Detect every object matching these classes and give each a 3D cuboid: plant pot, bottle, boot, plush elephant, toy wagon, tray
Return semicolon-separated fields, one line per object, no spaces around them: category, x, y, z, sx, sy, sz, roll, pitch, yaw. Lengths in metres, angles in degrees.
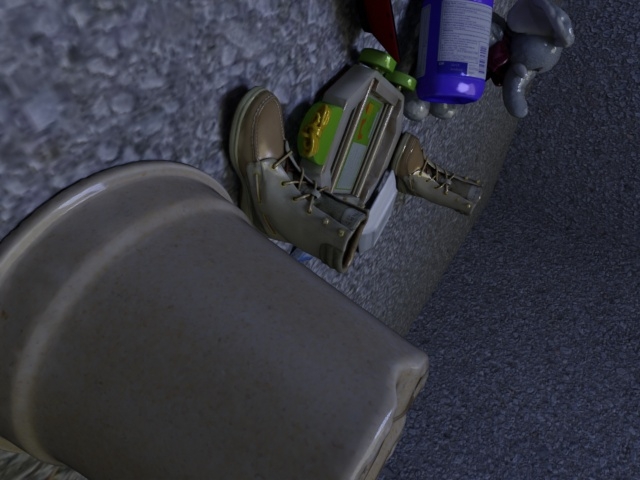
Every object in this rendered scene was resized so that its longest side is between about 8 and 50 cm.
plant pot;-0.081;0.131;0.419;0.334;0.305;0.333;-47;152;-35
bottle;0.230;-0.382;0.747;0.118;0.092;0.282;-1;99;-19
boot;-0.021;-0.062;0.520;0.077;0.165;0.213;-47;154;-37
plush elephant;0.358;-0.368;0.895;0.272;0.255;0.330;-16;128;-61
toy wagon;0.047;-0.158;0.696;0.344;0.068;0.267;-7;120;-63
tray;0.126;-0.047;0.956;0.145;0.030;0.270;-60;170;-6
boot;0.273;-0.145;1.015;0.095;0.203;0.262;-61;159;-9

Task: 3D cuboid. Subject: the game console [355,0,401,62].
game console;0.087;-0.333;0.569;0.124;0.085;0.144;-59;156;-9

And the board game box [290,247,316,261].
board game box;0.000;0.000;0.782;0.090;0.020;0.090;-46;164;21
